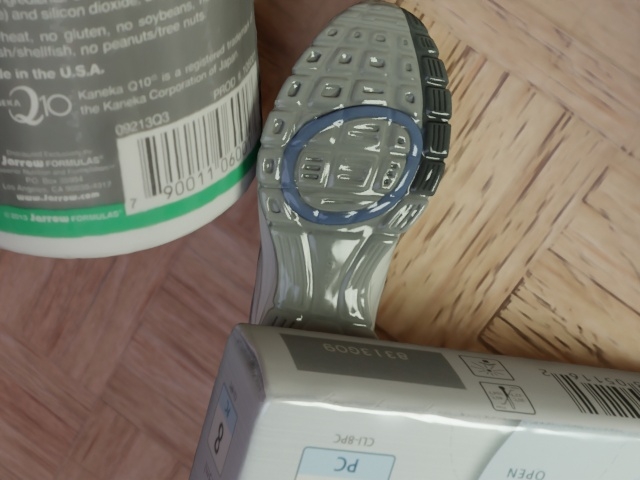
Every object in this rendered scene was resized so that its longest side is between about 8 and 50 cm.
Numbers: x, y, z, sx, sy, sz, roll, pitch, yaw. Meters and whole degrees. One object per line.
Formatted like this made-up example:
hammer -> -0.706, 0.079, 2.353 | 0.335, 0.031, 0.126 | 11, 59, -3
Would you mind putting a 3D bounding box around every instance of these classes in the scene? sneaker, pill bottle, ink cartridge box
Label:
sneaker -> 0.000, 0.000, 0.780 | 0.111, 0.129, 0.297 | 12, 96, -9
pill bottle -> -0.141, -0.188, 0.679 | 0.204, 0.204, 0.361 | 12, 127, 20
ink cartridge box -> 0.056, 0.249, 0.753 | 0.308, 0.091, 0.385 | 8, 110, -21
